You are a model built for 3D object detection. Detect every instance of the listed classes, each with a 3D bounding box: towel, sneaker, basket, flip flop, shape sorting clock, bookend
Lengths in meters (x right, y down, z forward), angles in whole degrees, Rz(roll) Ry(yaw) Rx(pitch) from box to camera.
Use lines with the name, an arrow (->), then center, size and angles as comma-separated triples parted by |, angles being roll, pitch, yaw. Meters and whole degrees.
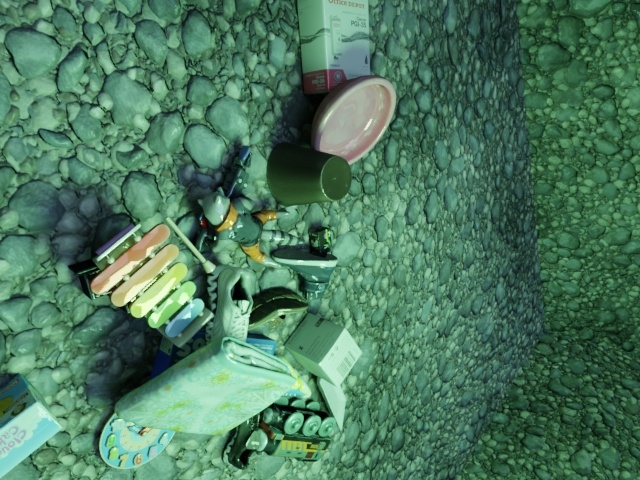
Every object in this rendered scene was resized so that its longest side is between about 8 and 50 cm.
towel -> -0.269, 0.394, 1.130 | 0.320, 0.090, 0.374 | -34, 142, 7
sneaker -> -0.239, 0.211, 1.177 | 0.110, 0.118, 0.292 | -3, 89, -50
basket -> -0.031, -0.191, 1.299 | 0.154, 0.227, 0.204 | -19, 111, -40
sneaker -> -0.127, 0.483, 1.464 | 0.126, 0.091, 0.240 | -38, 125, -11
sneaker -> -0.222, 0.603, 1.365 | 0.078, 0.106, 0.234 | 27, 80, -45
flip flop -> -0.159, 0.225, 1.360 | 0.277, 0.112, 0.080 | -18, 137, -43
shape sorting clock -> -0.471, 0.502, 1.148 | 0.206, 0.040, 0.206 | -11, 106, -42
bookend -> -0.482, 0.111, 1.032 | 0.157, 0.072, 0.156 | -22, 114, -39
sneaker -> -0.065, 0.117, 1.431 | 0.226, 0.086, 0.163 | 9, 112, -24

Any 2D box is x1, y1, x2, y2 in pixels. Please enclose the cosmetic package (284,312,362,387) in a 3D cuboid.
cosmetic package -> 0.009, 0.369, 1.486 | 0.151, 0.183, 0.151 | -51, 130, -24

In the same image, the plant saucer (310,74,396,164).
plant saucer -> 0.093, -0.383, 1.394 | 0.332, 0.084, 0.332 | -32, 153, -19

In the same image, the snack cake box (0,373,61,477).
snack cake box -> -0.674, 0.408, 0.851 | 0.264, 0.152, 0.089 | -41, 124, -31

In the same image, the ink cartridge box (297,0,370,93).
ink cartridge box -> 0.047, -0.609, 1.362 | 0.207, 0.117, 0.283 | -18, 111, -40

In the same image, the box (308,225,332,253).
box -> 0.000, 0.000, 1.492 | 0.062, 0.052, 0.083 | -23, 116, -40

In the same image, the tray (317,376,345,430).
tray -> 0.039, 0.567, 1.634 | 0.145, 0.030, 0.270 | -71, 147, -56

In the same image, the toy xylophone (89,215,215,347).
toy xylophone -> -0.371, 0.083, 1.024 | 0.236, 0.081, 0.323 | -54, 130, -22

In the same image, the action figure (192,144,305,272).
action figure -> -0.190, -0.079, 1.210 | 0.330, 0.178, 0.341 | 21, 87, -55

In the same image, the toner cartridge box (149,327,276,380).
toner cartridge box -> -0.296, 0.346, 1.261 | 0.348, 0.075, 0.165 | 19, 86, -45

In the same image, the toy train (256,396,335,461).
toy train -> -0.085, 0.656, 1.498 | 0.334, 0.142, 0.190 | 30, 87, -43
